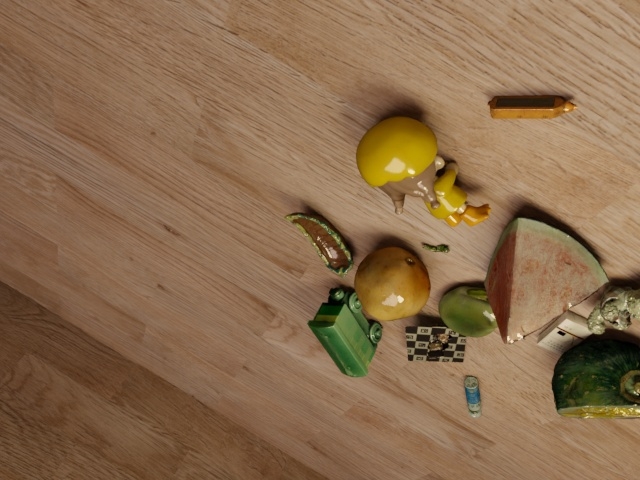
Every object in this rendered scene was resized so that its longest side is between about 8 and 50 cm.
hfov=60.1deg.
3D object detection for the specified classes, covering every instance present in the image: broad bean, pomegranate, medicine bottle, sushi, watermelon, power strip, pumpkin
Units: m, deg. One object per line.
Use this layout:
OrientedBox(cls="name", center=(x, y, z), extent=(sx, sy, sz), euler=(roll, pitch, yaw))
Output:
OrientedBox(cls="broad bean", center=(0.442, 0.208, 1.628), extent=(0.169, 0.100, 0.228), euler=(45, 137, 5))
OrientedBox(cls="pomegranate", center=(0.210, 0.124, 1.600), extent=(0.233, 0.233, 0.233), euler=(17, 138, 16))
OrientedBox(cls="medicine bottle", center=(0.542, 0.556, 1.964), extent=(0.051, 0.051, 0.191), euler=(5, 133, 28))
OrientedBox(cls="sushi", center=(0.378, 0.323, 1.823), extent=(0.192, 0.051, 0.215), euler=(0, 137, 10))
OrientedBox(cls="watermelon", center=(0.494, 0.095, 1.384), extent=(0.251, 0.292, 0.283), euler=(58, 142, 13))
OrientedBox(cls="power strip", center=(0.443, -0.280, 1.164), extent=(0.178, 0.049, 0.028), euler=(6, 140, 26))
OrientedBox(cls="pumpkin", center=(0.790, 0.379, 1.518), extent=(0.292, 0.197, 0.263), euler=(1, 153, 8))

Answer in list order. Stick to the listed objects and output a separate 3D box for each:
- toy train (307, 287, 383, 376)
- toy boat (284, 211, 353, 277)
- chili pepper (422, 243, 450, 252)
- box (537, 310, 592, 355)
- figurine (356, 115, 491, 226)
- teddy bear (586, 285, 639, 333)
OrientedBox(cls="toy train", center=(0.093, 0.304, 1.863), extent=(0.120, 0.202, 0.301), euler=(-3, 130, 39))
OrientedBox(cls="toy boat", center=(0.002, -0.010, 1.678), extent=(0.108, 0.099, 0.293), euler=(-14, 130, 40))
OrientedBox(cls="chili pepper", center=(0.330, 0.024, 1.568), extent=(0.083, 0.022, 0.027), euler=(8, 137, 30))
OrientedBox(cls="box", center=(0.697, 0.266, 1.579), extent=(0.083, 0.040, 0.154), euler=(27, 141, 5))
OrientedBox(cls="figurine", center=(0.245, -0.153, 1.329), extent=(0.343, 0.187, 0.215), euler=(36, 153, -16))
OrientedBox(cls="teddy bear", center=(0.765, 0.155, 1.378), extent=(0.133, 0.111, 0.213), euler=(-7, 157, -21))
